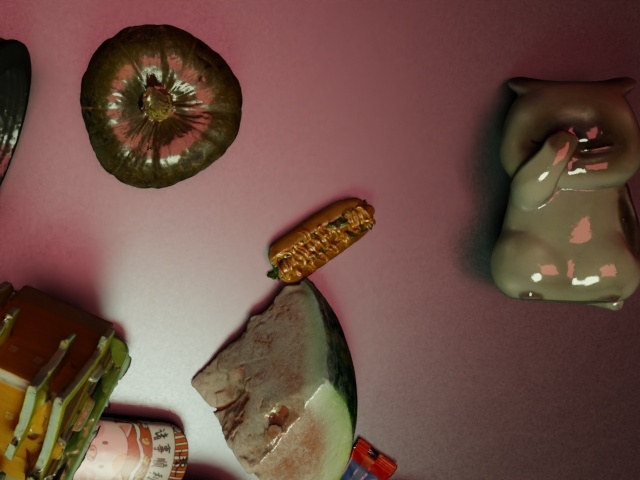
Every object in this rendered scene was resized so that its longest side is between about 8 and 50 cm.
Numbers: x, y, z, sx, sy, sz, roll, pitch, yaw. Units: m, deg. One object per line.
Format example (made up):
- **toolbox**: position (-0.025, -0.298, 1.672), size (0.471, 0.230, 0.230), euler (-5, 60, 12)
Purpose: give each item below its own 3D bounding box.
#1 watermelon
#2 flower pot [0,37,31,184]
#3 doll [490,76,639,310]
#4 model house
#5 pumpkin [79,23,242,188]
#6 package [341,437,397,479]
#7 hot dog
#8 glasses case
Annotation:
- **watermelon**: position (-0.045, 0.228, 1.140), size (0.232, 0.193, 0.310), euler (-9, 121, -28)
- **flower pot**: position (-0.546, -0.154, 0.909), size (0.330, 0.293, 0.293), euler (22, 91, -7)
- **doll**: position (0.367, -0.058, 1.166), size (0.215, 0.226, 0.370), euler (2, 102, 21)
- **model house**: position (-0.401, 0.216, 0.909), size (0.243, 0.313, 0.357), euler (26, 72, -3)
- **pumpkin**: position (-0.211, -0.183, 1.039), size (0.219, 0.162, 0.218), euler (-1, 97, -9)
- **package**: position (0.031, 0.411, 1.230), size (0.083, 0.022, 0.200), euler (40, 85, -15)
- **hot dog**: position (0.000, 0.000, 1.162), size (0.188, 0.055, 0.072), euler (-35, 104, -9)
- **glasses case**: position (-0.321, 0.298, 1.109), size (0.267, 0.067, 0.103), euler (8, 89, -14)
